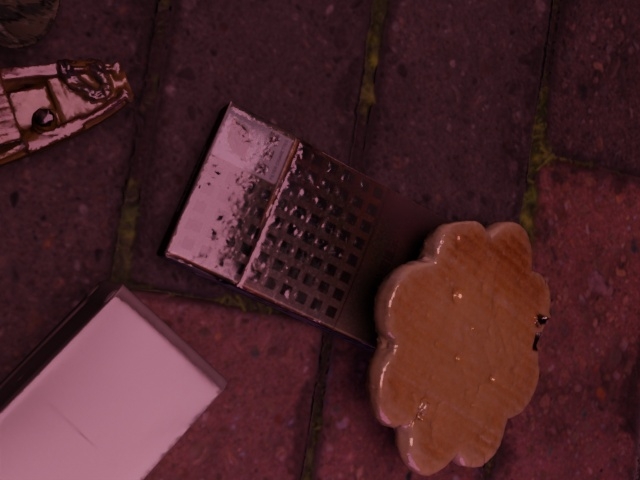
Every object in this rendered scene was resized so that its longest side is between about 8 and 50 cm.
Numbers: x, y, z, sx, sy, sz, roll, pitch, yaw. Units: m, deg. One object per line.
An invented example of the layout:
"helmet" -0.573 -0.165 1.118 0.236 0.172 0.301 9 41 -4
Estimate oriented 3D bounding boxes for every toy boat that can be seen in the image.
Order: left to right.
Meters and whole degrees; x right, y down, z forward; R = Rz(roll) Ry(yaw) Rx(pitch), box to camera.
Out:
"toy boat" -0.329 -0.106 0.779 0.321 0.121 0.089 -20 93 -22

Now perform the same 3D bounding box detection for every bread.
"bread" 0.164 0.121 0.992 0.316 0.054 0.316 -8 102 -40

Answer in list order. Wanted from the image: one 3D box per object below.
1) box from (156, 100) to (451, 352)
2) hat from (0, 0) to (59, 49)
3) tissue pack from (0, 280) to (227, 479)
"box" -0.001 0.001 0.960 0.325 0.047 0.180 26 80 -22
"hat" -0.354 -0.276 0.752 0.128 0.265 0.265 -11 96 17
"tissue pack" -0.233 0.170 0.801 0.246 0.159 0.136 -47 106 -15
